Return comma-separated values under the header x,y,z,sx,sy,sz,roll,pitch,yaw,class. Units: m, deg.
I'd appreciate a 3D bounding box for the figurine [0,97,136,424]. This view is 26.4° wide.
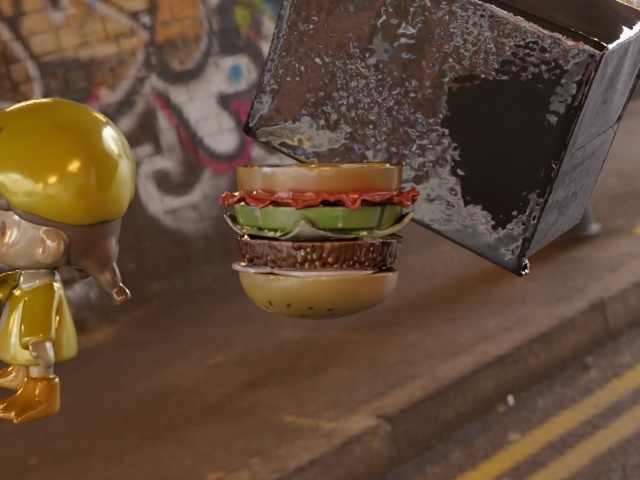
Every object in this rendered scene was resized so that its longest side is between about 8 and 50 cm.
x,y,z,sx,sy,sz,roll,pitch,yaw,class
-0.308,0.013,1.505,0.187,0.344,0.215,0,16,-35,figurine

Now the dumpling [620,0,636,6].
x,y,z,sx,sy,sz,roll,pitch,yaw,class
0.305,-0.271,1.649,0.150,0.092,0.176,12,-47,-31,dumpling

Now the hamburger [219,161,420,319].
x,y,z,sx,sy,sz,roll,pitch,yaw,class
-0.003,0.000,1.169,0.175,0.137,0.175,2,4,0,hamburger

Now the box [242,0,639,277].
x,y,z,sx,sy,sz,roll,pitch,yaw,class
0.138,-0.166,1.409,0.345,0.251,0.204,29,29,23,box
